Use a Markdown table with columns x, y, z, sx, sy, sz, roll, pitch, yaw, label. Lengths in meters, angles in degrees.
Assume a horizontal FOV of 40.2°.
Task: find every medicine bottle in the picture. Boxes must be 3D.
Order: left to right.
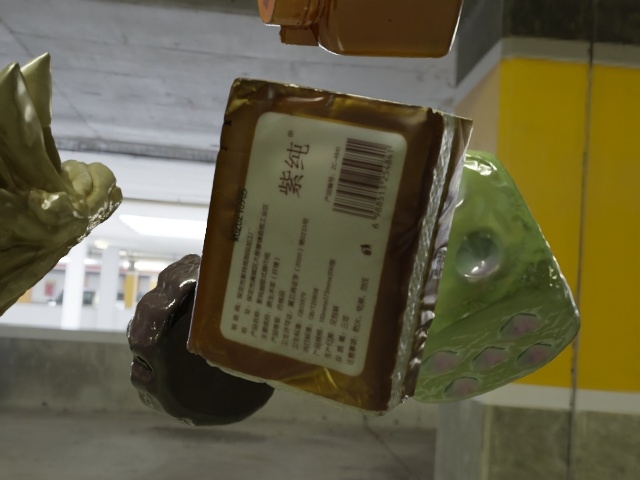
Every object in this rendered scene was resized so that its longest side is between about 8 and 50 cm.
| x | y | z | sx | sy | sz | roll | pitch | yaw | label |
| --- | --- | --- | --- | --- | --- | --- | --- | --- | --- |
| 0.046 | -0.294 | 1.001 | 0.222 | 0.149 | 0.112 | -2 | 34 | -17 | medicine bottle |

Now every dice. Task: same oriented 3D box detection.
| x | y | z | sx | sy | sz | roll | pitch | yaw | label |
| --- | --- | --- | --- | --- | --- | --- | --- | --- | --- |
| 0.179 | 0.052 | 1.163 | 0.250 | 0.252 | 0.254 | -27 | -34 | 11 | dice |

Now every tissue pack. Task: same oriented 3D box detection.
| x | y | z | sx | sy | sz | roll | pitch | yaw | label |
| --- | --- | --- | --- | --- | --- | --- | --- | --- | --- |
| 0.000 | 0.000 | 0.667 | 0.183 | 0.226 | 0.092 | 14 | 10 | 27 | tissue pack |

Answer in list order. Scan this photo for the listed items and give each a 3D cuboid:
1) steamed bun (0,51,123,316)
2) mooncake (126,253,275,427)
| x | y | z | sx | sy | sz | roll | pitch | yaw | label |
| --- | --- | --- | --- | --- | --- | --- | --- | --- | --- |
| -0.315 | -0.024 | 0.795 | 0.247 | 0.189 | 0.428 | -28 | 16 | 31 | steamed bun |
| -0.185 | 0.160 | 1.416 | 0.141 | 0.283 | 0.283 | 7 | -1 | 45 | mooncake |
